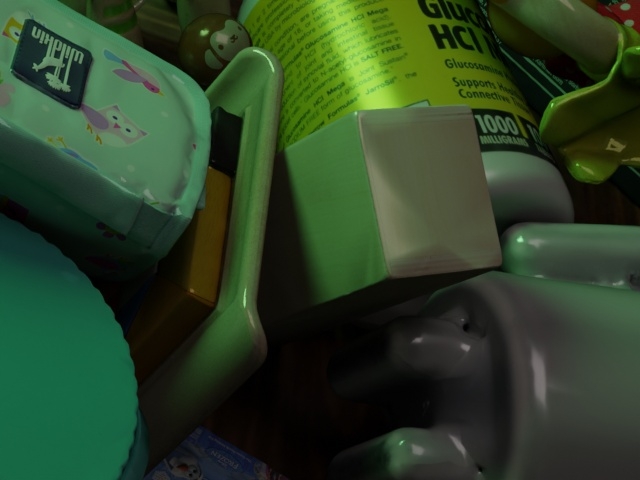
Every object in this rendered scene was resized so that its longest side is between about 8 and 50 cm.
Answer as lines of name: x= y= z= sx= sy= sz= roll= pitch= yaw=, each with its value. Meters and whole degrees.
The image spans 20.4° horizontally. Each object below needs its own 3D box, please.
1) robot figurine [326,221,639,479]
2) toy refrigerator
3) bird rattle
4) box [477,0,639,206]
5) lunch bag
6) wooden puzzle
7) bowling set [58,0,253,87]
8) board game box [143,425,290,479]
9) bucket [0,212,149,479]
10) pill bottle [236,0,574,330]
robot figurine: x=0.182 y=0.129 z=1.188 sx=0.353 sy=0.200 sz=0.300 roll=9 pitch=75 yaw=-22
toy refrigerator: x=0.000 y=0.000 z=1.140 sx=0.094 sy=0.269 sz=0.102 roll=-5 pitch=79 yaw=-31
bird rattle: x=0.190 y=-0.163 z=1.299 sx=0.207 sy=0.143 sz=0.253 roll=35 pitch=21 yaw=-15
box: x=0.288 y=-0.239 z=1.495 sx=0.296 sy=0.294 sz=0.183 roll=44 pitch=46 yaw=11
lunch bag: x=-0.195 y=-0.075 z=1.082 sx=0.223 sy=0.262 sz=0.160 roll=31 pitch=88 yaw=-19
wooden puzzle: x=-0.098 y=0.021 z=1.114 sx=0.044 sy=0.221 sz=0.238 roll=23 pitch=45 yaw=-25
bowling set: x=-0.124 y=-0.204 z=1.292 sx=0.200 sy=0.154 sz=0.287 roll=15 pitch=34 yaw=32
board game box: x=-0.076 y=0.166 z=1.145 sx=0.090 sy=0.020 sz=0.090 roll=30 pitch=46 yaw=-2
bucket: x=-0.238 y=0.119 z=0.982 sx=0.281 sy=0.183 sz=0.281 roll=14 pitch=49 yaw=-17
pill bottle: x=0.045 y=-0.113 z=1.330 sx=0.188 sy=0.188 sz=0.334 roll=-2 pitch=54 yaw=-30
